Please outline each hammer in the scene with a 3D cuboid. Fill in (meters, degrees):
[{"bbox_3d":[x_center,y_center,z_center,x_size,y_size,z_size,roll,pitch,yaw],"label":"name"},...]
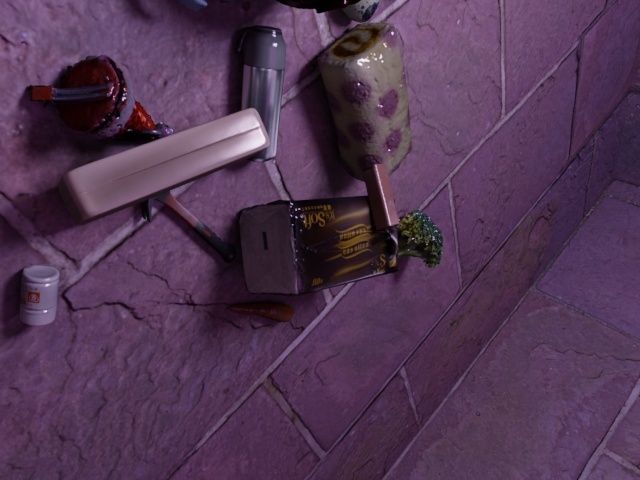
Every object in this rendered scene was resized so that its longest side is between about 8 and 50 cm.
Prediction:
[{"bbox_3d":[-0.254,-0.034,1.074,0.111,0.033,0.287,-53,143,-11],"label":"hammer"}]

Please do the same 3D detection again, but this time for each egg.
[{"bbox_3d":[0.082,-0.508,1.108,0.085,0.085,0.110,-46,147,-19],"label":"egg"}]

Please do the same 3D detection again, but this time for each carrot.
[{"bbox_3d":[-0.146,0.176,1.334,0.216,0.048,0.048,16,101,-48],"label":"carrot"}]

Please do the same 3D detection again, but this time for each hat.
[{"bbox_3d":[-0.320,-0.197,0.853,0.140,0.128,0.227,-21,165,14],"label":"hat"}]

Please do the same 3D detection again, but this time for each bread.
[{"bbox_3d":[0.117,-0.309,1.221,0.187,0.155,0.338,-46,141,-23],"label":"bread"}]

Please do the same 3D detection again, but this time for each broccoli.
[{"bbox_3d":[0.282,0.009,1.639,0.194,0.194,0.219,-54,166,-9],"label":"broccoli"}]

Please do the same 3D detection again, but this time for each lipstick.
[{"bbox_3d":[0.138,-0.100,1.212,0.045,0.045,0.145,-9,84,-47],"label":"lipstick"}]

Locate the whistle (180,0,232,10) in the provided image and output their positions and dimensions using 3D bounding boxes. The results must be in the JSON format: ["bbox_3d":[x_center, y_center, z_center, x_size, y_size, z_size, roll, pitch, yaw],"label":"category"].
[{"bbox_3d":[-0.214,-0.456,0.794,0.269,0.093,0.180,20,72,-54],"label":"whistle"}]

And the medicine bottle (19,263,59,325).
[{"bbox_3d":[-0.470,0.091,0.885,0.057,0.057,0.089,-7,119,-47],"label":"medicine bottle"}]

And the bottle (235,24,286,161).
[{"bbox_3d":[-0.122,-0.283,1.033,0.096,0.079,0.253,4,117,-9],"label":"bottle"}]

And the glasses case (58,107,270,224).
[{"bbox_3d":[-0.256,-0.127,0.892,0.336,0.144,0.076,-28,100,-29],"label":"glasses case"}]

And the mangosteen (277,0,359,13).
[{"bbox_3d":[-0.005,-0.542,0.817,0.307,0.307,0.346,-32,119,-33],"label":"mangosteen"}]

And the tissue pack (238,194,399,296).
[{"bbox_3d":[0.000,0.000,1.235,0.370,0.198,0.209,-10,99,-45],"label":"tissue pack"}]
